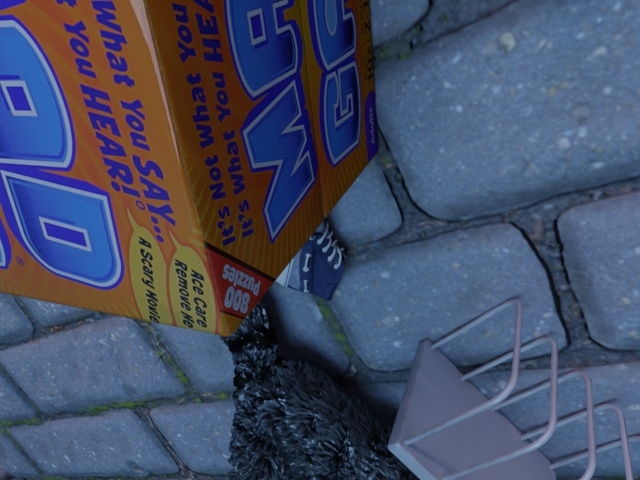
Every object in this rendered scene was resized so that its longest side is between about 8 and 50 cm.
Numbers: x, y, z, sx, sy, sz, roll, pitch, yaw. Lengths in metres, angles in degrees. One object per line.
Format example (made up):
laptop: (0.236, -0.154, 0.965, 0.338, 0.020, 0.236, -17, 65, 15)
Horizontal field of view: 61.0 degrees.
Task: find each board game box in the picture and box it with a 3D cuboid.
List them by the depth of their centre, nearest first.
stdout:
board game box: (-0.176, -0.188, 0.486, 0.357, 0.356, 0.356, 6, 122, 22)

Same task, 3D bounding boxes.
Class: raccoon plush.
raccoon plush: (0.020, 0.249, 0.784, 0.299, 0.216, 0.446, -10, 115, 22)

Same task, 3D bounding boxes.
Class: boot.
boot: (0.000, 0.000, 0.715, 0.086, 0.069, 0.190, 20, 135, 4)

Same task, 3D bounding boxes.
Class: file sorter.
file sorter: (0.257, 0.245, 0.664, 0.277, 0.193, 0.173, 45, 125, -7)
